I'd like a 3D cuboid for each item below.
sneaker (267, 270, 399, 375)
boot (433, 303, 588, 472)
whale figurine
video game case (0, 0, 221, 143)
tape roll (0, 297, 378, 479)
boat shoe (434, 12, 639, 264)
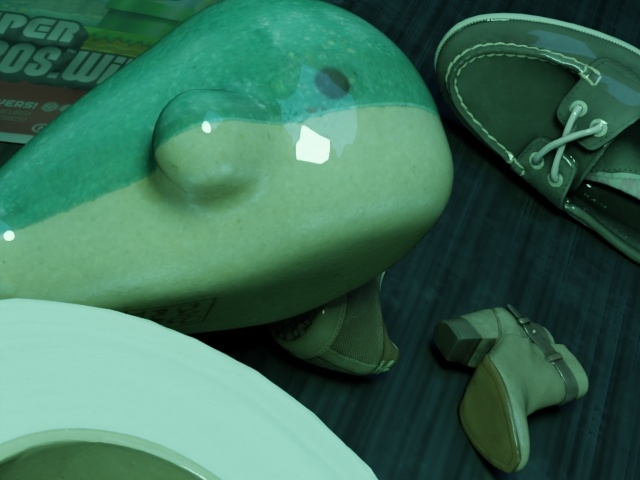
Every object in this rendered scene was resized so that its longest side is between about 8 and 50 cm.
[{"bbox_3d":[0.000,0.000,0.875,0.071,0.066,0.188,30,37,-34],"label":"sneaker"},{"bbox_3d":[0.116,0.082,0.873,0.087,0.042,0.118,8,43,-34],"label":"boot"},{"bbox_3d":[-0.077,-0.031,0.714,0.272,0.216,0.141,-13,75,-16],"label":"whale figurine"},{"bbox_3d":[-0.136,-0.127,0.718,0.204,0.285,0.025,4,61,-34],"label":"video game case"},{"bbox_3d":[-0.088,0.158,0.575,0.286,0.100,0.286,21,36,-17],"label":"tape roll"},{"bbox_3d":[0.226,-0.043,1.045,0.335,0.112,0.095,29,31,-12],"label":"boat shoe"}]
